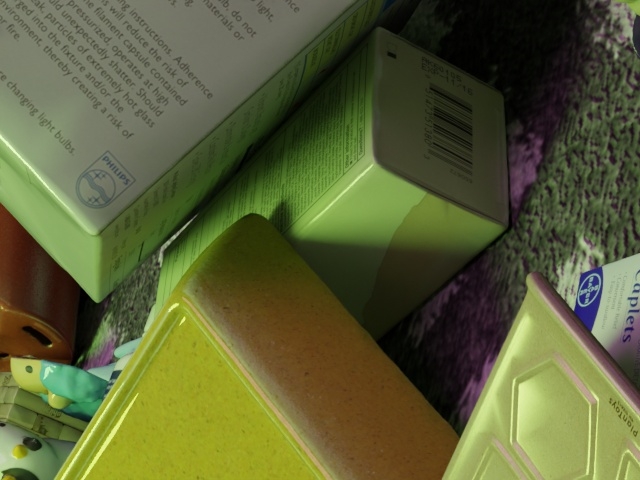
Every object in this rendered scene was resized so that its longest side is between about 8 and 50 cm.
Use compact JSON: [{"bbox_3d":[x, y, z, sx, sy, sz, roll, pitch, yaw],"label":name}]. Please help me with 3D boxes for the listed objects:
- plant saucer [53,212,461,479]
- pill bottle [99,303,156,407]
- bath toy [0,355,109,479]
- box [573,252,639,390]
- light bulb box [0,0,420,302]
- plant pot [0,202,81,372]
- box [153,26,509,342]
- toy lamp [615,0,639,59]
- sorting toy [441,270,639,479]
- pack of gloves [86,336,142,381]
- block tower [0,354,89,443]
[{"bbox_3d":[-0.071,0.195,1.272,0.333,0.081,0.333,48,113,38],"label":"plant saucer"},{"bbox_3d":[-0.129,0.153,1.555,0.112,0.112,0.187,-13,56,61],"label":"pill bottle"},{"bbox_3d":[-0.260,0.279,1.629,0.129,0.151,0.348,174,112,-72],"label":"bath toy"},{"bbox_3d":[0.197,0.070,1.007,0.137,0.072,0.126,-24,47,55],"label":"box"},{"bbox_3d":[-0.109,-0.169,1.407,0.361,0.225,0.358,-43,-2,-12],"label":"light bulb box"},{"bbox_3d":[-0.367,0.020,2.023,0.272,0.272,0.265,-43,39,40],"label":"plant pot"},{"bbox_3d":[0.000,0.000,1.421,0.311,0.121,0.148,-43,32,41],"label":"box"},{"bbox_3d":[0.150,-0.166,1.080,0.080,0.274,0.080,-44,33,39],"label":"toy lamp"},{"bbox_3d":[0.137,0.149,0.972,0.193,0.038,0.208,54,141,40],"label":"sorting toy"},{"bbox_3d":[-0.185,0.161,1.745,0.232,0.046,0.195,-28,42,54],"label":"pack of gloves"},{"bbox_3d":[-0.321,0.286,1.850,0.097,0.091,0.335,-8,59,62],"label":"block tower"}]
